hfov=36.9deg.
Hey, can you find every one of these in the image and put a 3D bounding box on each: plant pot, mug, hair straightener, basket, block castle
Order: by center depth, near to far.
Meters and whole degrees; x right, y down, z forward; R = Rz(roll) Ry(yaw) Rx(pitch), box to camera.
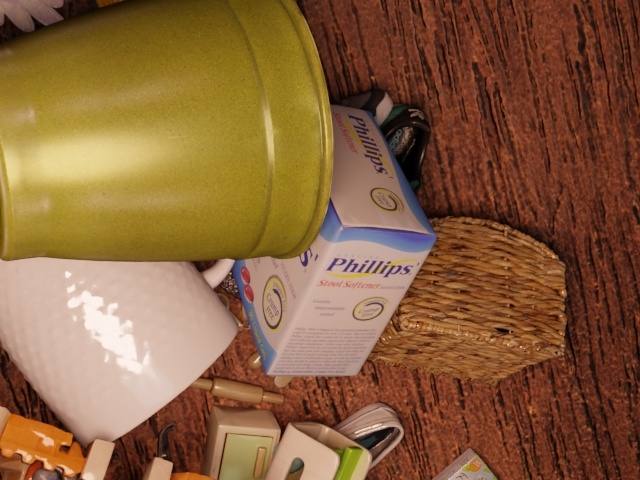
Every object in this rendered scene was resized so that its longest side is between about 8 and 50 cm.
[{"bbox_3d":[-0.228,-0.125,1.133,0.353,0.366,0.366,-12,106,-26],"label":"plant pot"},{"bbox_3d":[-0.308,0.398,1.276,0.453,0.303,0.212,22,64,-14],"label":"block castle"},{"bbox_3d":[-0.284,0.045,1.344,0.374,0.276,0.328,-39,100,-15],"label":"mug"},{"bbox_3d":[-0.235,0.402,1.522,0.047,0.089,0.230,-1,103,-12],"label":"hair straightener"},{"bbox_3d":[0.219,0.093,1.563,0.299,0.223,0.213,12,66,-16],"label":"basket"}]

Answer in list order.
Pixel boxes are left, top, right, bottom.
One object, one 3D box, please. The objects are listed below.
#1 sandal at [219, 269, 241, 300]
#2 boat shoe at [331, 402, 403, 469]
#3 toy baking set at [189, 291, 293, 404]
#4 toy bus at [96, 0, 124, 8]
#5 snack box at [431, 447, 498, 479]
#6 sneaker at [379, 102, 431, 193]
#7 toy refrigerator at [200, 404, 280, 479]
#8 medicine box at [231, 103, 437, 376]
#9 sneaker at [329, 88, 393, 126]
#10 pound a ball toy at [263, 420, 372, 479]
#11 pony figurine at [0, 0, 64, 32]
[{"bbox_3d":[-0.080,0.093,1.503,0.179,0.040,0.067,35,82,4],"label":"sandal"},{"bbox_3d":[0.023,0.364,1.579,0.258,0.084,0.095,-39,109,-3],"label":"boat shoe"},{"bbox_3d":[-0.093,0.171,1.535,0.256,0.030,0.196,19,97,-17],"label":"toy baking set"},{"bbox_3d":[-0.195,-0.361,1.295,0.220,0.211,0.149,-27,106,-8],"label":"toy bus"},{"bbox_3d":[0.241,0.446,1.677,0.141,0.037,0.100,-40,109,-3],"label":"snack box"},{"bbox_3d":[0.080,-0.068,1.475,0.108,0.121,0.302,20,97,-17],"label":"sneaker"},{"bbox_3d":[-0.142,0.412,1.545,0.102,0.094,0.269,9,100,-15],"label":"toy refrigerator"},{"bbox_3d":[0.000,0.000,1.333,0.149,0.263,0.289,3,133,-27],"label":"medicine box"},{"bbox_3d":[-0.030,-0.196,1.428,0.269,0.101,0.153,-27,110,-4],"label":"sneaker"},{"bbox_3d":[-0.039,0.446,1.498,0.208,0.136,0.319,19,96,-60],"label":"pound a ball toy"},{"bbox_3d":[-0.514,-0.307,1.189,0.363,0.302,0.351,-7,146,14],"label":"pony figurine"}]
